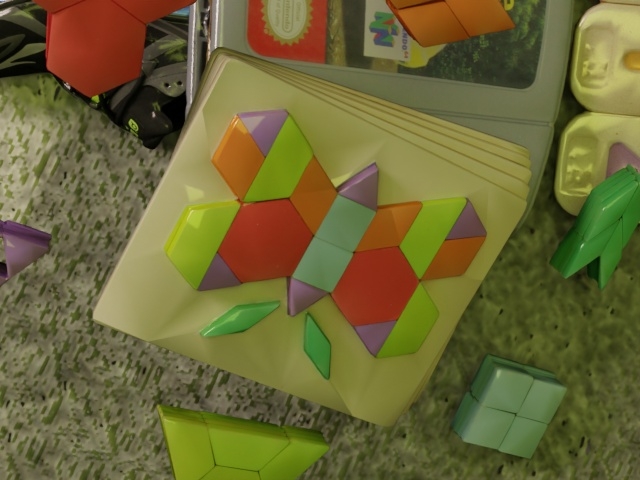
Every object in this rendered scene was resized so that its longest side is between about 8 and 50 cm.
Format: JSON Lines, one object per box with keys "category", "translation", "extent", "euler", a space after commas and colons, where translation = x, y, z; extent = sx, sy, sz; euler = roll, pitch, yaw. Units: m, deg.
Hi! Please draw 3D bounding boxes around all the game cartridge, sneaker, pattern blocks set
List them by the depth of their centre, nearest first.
{"category": "pattern blocks set", "translation": [0.000, 0.000, 0.578], "extent": [0.324, 0.026, 0.286], "euler": [7, 111, -21]}
{"category": "game cartridge", "translation": [0.034, -0.148, 0.630], "extent": [0.196, 0.060, 0.294], "euler": [3, 86, -25]}
{"category": "sneaker", "translation": [-0.101, -0.088, 0.644], "extent": [0.188, 0.067, 0.078], "euler": [5, 81, -4]}

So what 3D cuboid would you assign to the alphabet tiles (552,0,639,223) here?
{"category": "alphabet tiles", "translation": [0.267, -0.083, 0.646], "extent": [0.277, 0.021, 0.284], "euler": [6, 100, 0]}
